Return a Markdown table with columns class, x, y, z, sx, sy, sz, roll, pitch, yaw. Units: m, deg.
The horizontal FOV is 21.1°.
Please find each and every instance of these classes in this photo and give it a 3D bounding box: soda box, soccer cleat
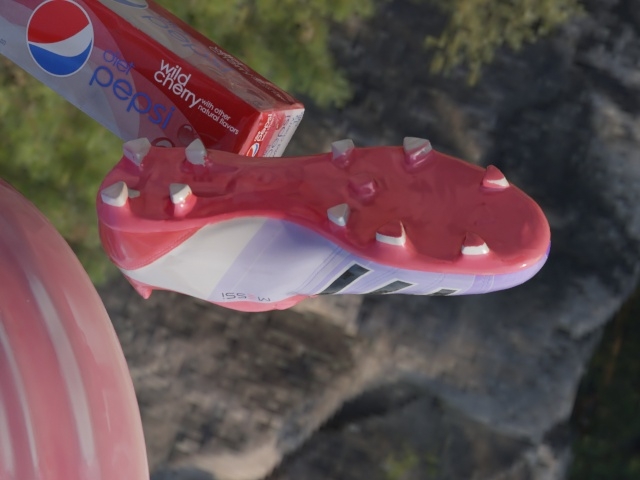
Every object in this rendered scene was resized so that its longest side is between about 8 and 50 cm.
| class | x | y | z | sx | sy | sz | roll | pitch | yaw |
| --- | --- | --- | --- | --- | --- | --- | --- | --- | --- |
| soda box | -0.146 | -0.136 | 1.320 | 0.263 | 0.083 | 0.092 | 35 | -161 | 15 |
| soccer cleat | 0.000 | 0.000 | 0.901 | 0.248 | 0.083 | 0.095 | 5 | 139 | 17 |

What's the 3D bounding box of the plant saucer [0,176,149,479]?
| class | x | y | z | sx | sy | sz | roll | pitch | yaw |
| --- | --- | --- | --- | --- | --- | --- | --- | --- | --- |
| plant saucer | -0.220 | 0.118 | 0.732 | 0.332 | 0.332 | 0.084 | 1 | 178 | 36 |
